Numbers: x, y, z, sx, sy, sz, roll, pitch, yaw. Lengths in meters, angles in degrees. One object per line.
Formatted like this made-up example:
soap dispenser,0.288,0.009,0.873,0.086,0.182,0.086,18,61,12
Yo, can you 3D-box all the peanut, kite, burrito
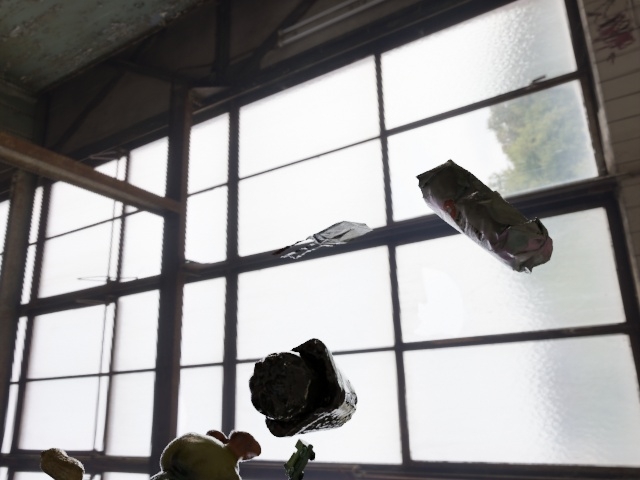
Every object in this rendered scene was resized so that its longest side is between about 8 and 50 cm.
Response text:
peanut,-0.479,0.419,1.017,0.054,0.113,0.054,-33,-48,-46
kite,0.000,0.001,1.293,0.141,0.245,0.015,20,-125,-53
burrito,0.178,-0.031,0.609,0.064,0.064,0.203,52,-179,-37

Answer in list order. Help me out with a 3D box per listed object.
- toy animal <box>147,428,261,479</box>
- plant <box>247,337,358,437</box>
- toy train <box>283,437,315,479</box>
toy animal,-0.304,0.562,1.282,0.338,0.216,0.191,-47,-62,-51
plant,-0.031,0.275,1.016,0.256,0.164,0.142,39,-157,-52
toy train,-0.062,0.634,1.587,0.050,0.081,0.122,34,-96,-25
